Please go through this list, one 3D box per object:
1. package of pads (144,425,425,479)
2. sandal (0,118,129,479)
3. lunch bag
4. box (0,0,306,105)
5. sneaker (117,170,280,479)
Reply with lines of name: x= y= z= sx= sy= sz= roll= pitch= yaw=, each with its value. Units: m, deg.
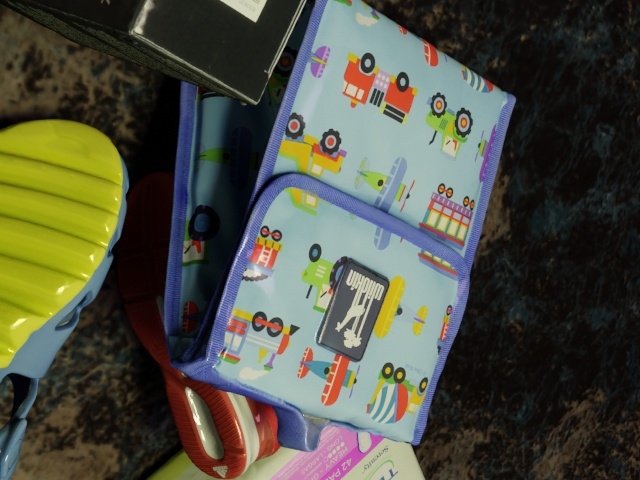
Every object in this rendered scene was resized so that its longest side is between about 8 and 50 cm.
package of pads: x=-0.042 y=0.250 z=1.281 sx=0.296 sy=0.101 sz=0.229 roll=-39 pitch=128 yaw=-24
sandal: x=-0.220 y=0.067 z=1.056 sx=0.317 sy=0.126 sz=0.138 roll=-63 pitch=172 yaw=-14
lunch bag: x=0.000 y=0.000 z=1.143 sx=0.221 sy=0.138 sz=0.293 roll=24 pitch=71 yaw=-45
box: x=-0.103 y=-0.187 z=0.980 sx=0.108 sy=0.207 sz=0.153 roll=26 pitch=89 yaw=-45
sneaker: x=-0.064 y=0.049 z=1.190 sx=0.128 sy=0.087 sz=0.221 roll=-21 pitch=103 yaw=-49
